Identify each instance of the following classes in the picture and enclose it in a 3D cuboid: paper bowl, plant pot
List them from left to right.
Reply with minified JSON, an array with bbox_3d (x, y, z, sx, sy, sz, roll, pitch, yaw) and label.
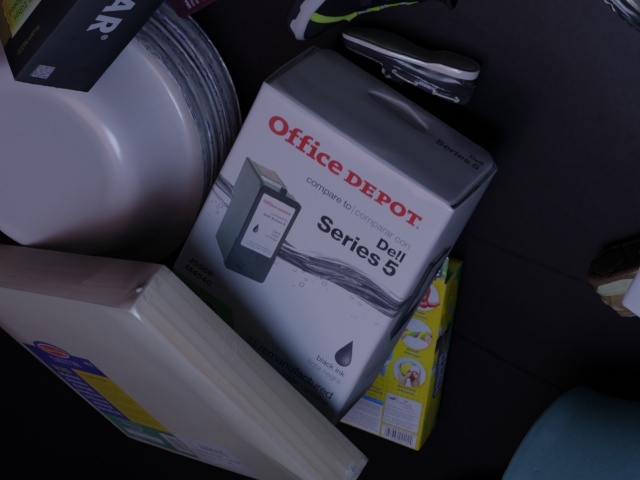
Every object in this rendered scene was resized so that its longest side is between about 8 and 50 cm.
[{"bbox_3d":[-0.227,-0.099,1.722,0.284,0.148,0.284,12,123,19],"label":"paper bowl"},{"bbox_3d":[0.295,0.261,1.614,0.255,0.271,0.272,27,127,29],"label":"plant pot"}]

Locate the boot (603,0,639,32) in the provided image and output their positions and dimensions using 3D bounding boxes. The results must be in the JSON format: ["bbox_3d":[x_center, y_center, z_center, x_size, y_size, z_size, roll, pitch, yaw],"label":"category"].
[{"bbox_3d":[0.257,-0.275,1.432,0.161,0.083,0.246,-39,98,30],"label":"boot"}]

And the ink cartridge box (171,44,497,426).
[{"bbox_3d":[0.000,0.000,1.625,0.198,0.115,0.273,34,123,10],"label":"ink cartridge box"}]

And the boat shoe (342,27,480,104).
[{"bbox_3d":[0.076,-0.152,1.608,0.125,0.046,0.038,17,119,7],"label":"boat shoe"}]

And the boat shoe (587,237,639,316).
[{"bbox_3d":[0.324,0.026,1.581,0.190,0.068,0.072,-12,124,40],"label":"boat shoe"}]

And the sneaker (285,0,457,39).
[{"bbox_3d":[0.068,-0.219,1.548,0.097,0.084,0.234,48,126,-7],"label":"sneaker"}]

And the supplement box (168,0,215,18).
[{"bbox_3d":[-0.050,-0.273,1.563,0.188,0.104,0.081,-24,104,34],"label":"supplement box"}]

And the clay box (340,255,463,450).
[{"bbox_3d":[0.058,0.077,1.738,0.127,0.053,0.222,19,122,18],"label":"clay box"}]

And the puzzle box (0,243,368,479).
[{"bbox_3d":[-0.162,0.111,1.699,0.272,0.052,0.409,45,160,-27],"label":"puzzle box"}]

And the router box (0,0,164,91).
[{"bbox_3d":[-0.180,-0.313,1.535,0.309,0.081,0.243,-45,55,34],"label":"router box"}]

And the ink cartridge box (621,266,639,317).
[{"bbox_3d":[0.395,-0.018,1.390,0.211,0.121,0.289,39,112,33],"label":"ink cartridge box"}]
